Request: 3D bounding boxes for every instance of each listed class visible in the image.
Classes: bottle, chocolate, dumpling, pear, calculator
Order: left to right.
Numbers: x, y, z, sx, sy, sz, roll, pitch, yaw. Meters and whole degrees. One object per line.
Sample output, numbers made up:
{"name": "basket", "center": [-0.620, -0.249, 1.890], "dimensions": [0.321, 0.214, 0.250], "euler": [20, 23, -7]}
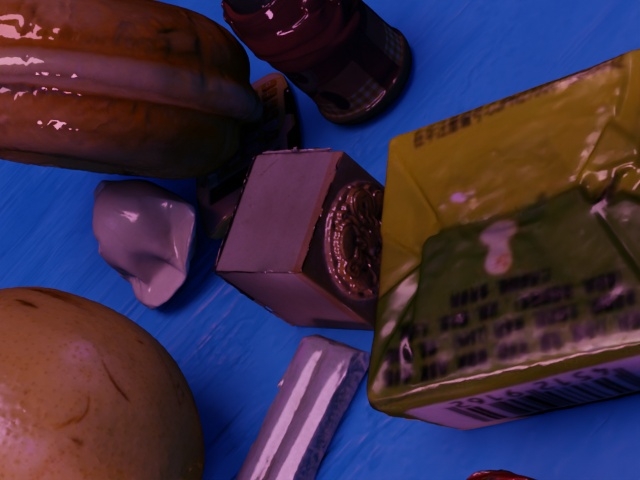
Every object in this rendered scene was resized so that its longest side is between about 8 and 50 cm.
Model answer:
{"name": "pear", "center": [-0.283, 0.219, 1.302], "dimensions": [0.348, 0.348, 0.348], "euler": [-23, 49, 29]}
{"name": "dumpling", "center": [-0.215, 0.001, 1.565], "dimensions": [0.229, 0.124, 0.151], "euler": [26, 117, 53]}
{"name": "calculator", "center": [-0.087, -0.110, 1.576], "dimensions": [0.157, 0.033, 0.236], "euler": [-30, 43, 25]}
{"name": "bottle", "center": [-0.024, -0.250, 1.430], "dimensions": [0.156, 0.271, 0.143], "euler": [-20, 50, 32]}
{"name": "chocolate", "center": [0.202, 0.012, 1.150], "dimensions": [0.301, 0.137, 0.289], "euler": [-17, 53, 32]}

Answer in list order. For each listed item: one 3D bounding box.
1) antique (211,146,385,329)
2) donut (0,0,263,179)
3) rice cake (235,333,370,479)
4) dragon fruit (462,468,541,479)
{"name": "antique", "center": [0.000, 0.000, 1.330], "dimensions": [0.148, 0.152, 0.147], "euler": [2, 65, 41]}
{"name": "donut", "center": [-0.287, -0.182, 1.479], "dimensions": [0.449, 0.449, 0.198], "euler": [7, 90, 45]}
{"name": "rice cake", "center": [-0.028, 0.201, 1.298], "dimensions": [0.085, 0.040, 0.226], "euler": [13, 72, 45]}
{"name": "dragon fruit", "center": [0.152, 0.248, 1.034], "dimensions": [0.166, 0.133, 0.136], "euler": [130, 162, -62]}
